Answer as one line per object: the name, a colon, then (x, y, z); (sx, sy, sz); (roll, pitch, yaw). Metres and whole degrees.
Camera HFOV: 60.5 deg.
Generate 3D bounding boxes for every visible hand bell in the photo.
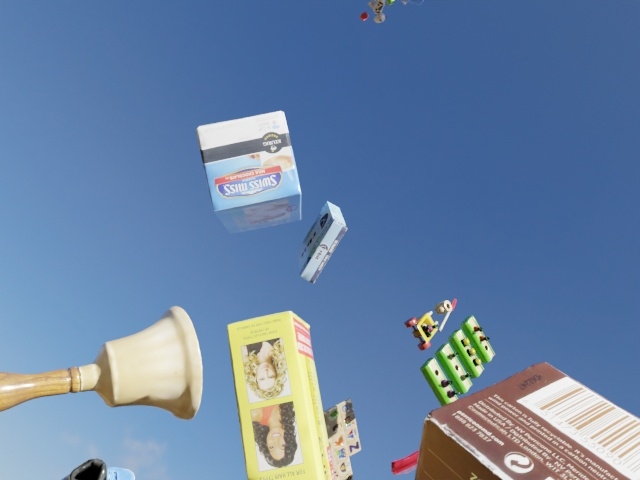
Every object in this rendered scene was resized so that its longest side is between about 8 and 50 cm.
hand bell: (-0.254, 0.141, 0.543); (0.126, 0.242, 0.126); (7, -81, 55)

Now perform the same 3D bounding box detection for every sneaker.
sneaker: (-0.397, 0.437, 1.005); (0.152, 0.058, 0.084); (16, -50, -44)

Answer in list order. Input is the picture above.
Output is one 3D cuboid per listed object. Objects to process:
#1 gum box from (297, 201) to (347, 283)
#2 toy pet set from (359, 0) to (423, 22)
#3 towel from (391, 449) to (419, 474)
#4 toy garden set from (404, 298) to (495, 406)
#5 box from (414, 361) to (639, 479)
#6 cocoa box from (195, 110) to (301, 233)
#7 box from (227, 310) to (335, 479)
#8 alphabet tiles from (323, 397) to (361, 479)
gum box: (0.000, 0.000, 1.345); (0.041, 0.184, 0.157); (28, -75, -13)
toy pet set: (0.145, -0.412, 0.928); (0.065, 0.122, 0.114); (48, -28, 3)
towel: (0.292, 0.571, 1.467); (0.031, 0.199, 0.275); (65, 4, 27)
toy garden set: (0.299, 0.224, 1.224); (0.049, 0.244, 0.203); (-30, -90, 44)
box: (0.190, 0.248, 0.466); (0.168, 0.167, 0.203); (31, -57, 49)
cocoa box: (-0.182, -0.169, 1.514); (0.347, 0.232, 0.227); (102, -24, -81)
box: (-0.022, 0.180, 0.437); (0.058, 0.232, 0.087); (-14, -20, 5)
alphabet tiles: (0.017, 0.546, 1.402); (0.009, 0.198, 0.237); (15, -60, 57)
